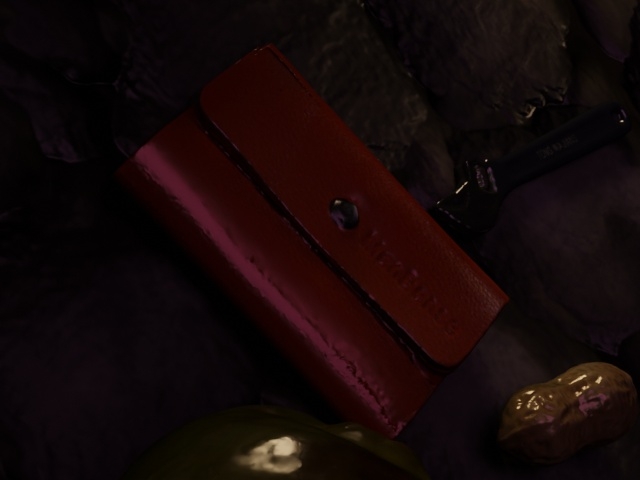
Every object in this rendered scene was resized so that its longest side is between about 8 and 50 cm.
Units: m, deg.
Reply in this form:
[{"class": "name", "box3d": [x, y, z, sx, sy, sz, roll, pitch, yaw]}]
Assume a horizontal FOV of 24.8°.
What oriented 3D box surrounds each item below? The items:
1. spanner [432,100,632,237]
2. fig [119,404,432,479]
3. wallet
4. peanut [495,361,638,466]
[{"class": "spanner", "box3d": [0.140, -0.050, 0.934, 0.208, 0.012, 0.046, -27, 81, -42]}, {"class": "fig", "box3d": [-0.014, 0.184, 0.590, 0.203, 0.203, 0.225, 20, 85, -23]}, {"class": "wallet", "box3d": [0.000, 0.000, 0.787, 0.204, 0.045, 0.142, 47, 48, -2]}, {"class": "peanut", "box3d": [0.139, 0.097, 0.818, 0.113, 0.054, 0.054, -14, 72, -43]}]
